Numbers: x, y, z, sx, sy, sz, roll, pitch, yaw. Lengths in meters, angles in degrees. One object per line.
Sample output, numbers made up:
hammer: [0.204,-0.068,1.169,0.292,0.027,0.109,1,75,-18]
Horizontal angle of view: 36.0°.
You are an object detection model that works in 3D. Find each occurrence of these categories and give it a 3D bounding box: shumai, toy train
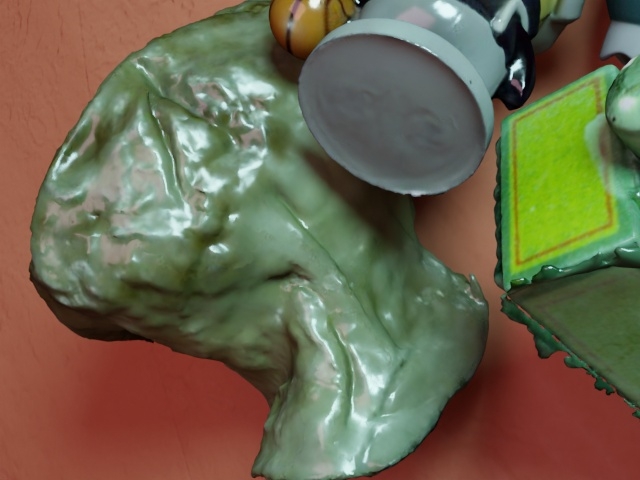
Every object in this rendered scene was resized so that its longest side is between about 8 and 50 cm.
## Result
shumai: [0.000,0.000,0.714,0.288,0.292,0.330,30,80,29]
toy train: [0.219,0.004,0.528,0.188,0.271,0.159,-28,39,35]

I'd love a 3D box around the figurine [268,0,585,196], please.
figurine: [0.074,-0.154,0.639,0.176,0.236,0.133,27,143,6]

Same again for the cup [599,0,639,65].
cup: [0.248,-0.180,0.600,0.299,0.167,0.173,43,121,61]
